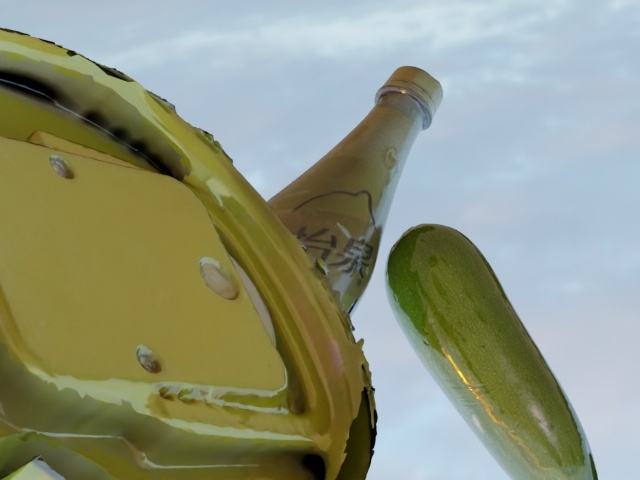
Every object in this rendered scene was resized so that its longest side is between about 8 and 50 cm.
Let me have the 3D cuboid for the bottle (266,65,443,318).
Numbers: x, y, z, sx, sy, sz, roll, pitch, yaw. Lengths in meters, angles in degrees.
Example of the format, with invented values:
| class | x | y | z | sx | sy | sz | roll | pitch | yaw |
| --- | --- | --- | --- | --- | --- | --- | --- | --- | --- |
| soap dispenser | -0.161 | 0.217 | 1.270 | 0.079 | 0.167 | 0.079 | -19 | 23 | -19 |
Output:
| class | x | y | z | sx | sy | sz | roll | pitch | yaw |
| --- | --- | --- | --- | --- | --- | --- | --- | --- | --- |
| bottle | 0.000 | 0.000 | 0.833 | 0.083 | 0.083 | 0.270 | 8 | -128 | 40 |

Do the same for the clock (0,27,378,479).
| class | x | y | z | sx | sy | sz | roll | pitch | yaw |
| --- | --- | --- | --- | --- | --- | --- | --- | --- | --- |
| clock | -0.100 | 0.028 | 0.606 | 0.293 | 0.071 | 0.277 | 17 | -141 | -46 |

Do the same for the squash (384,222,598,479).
| class | x | y | z | sx | sy | sz | roll | pitch | yaw |
| --- | --- | --- | --- | --- | --- | --- | --- | --- | --- |
| squash | 0.101 | 0.079 | 0.831 | 0.066 | 0.201 | 0.066 | -29 | 169 | -6 |
